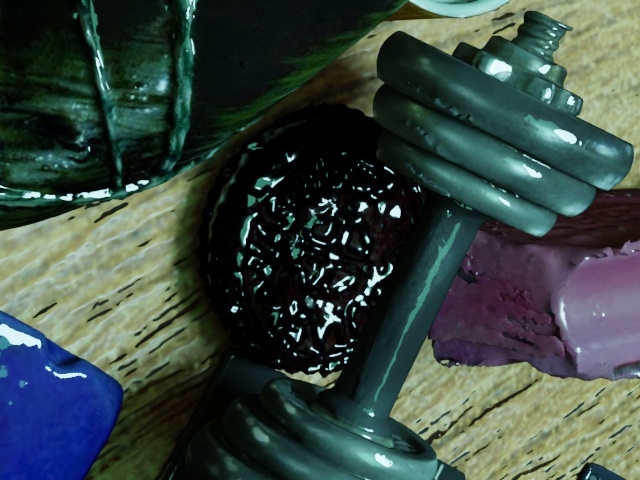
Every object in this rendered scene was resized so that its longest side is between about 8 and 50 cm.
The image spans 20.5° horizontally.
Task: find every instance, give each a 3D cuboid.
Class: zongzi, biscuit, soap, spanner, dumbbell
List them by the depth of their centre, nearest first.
[{"bbox_3d":[-0.132,-0.119,0.920,0.383,0.362,0.319,1,82,-35],"label":"zongzi"},{"bbox_3d":[0.056,0.043,1.126,0.179,0.179,0.406,20,99,-38],"label":"dumbbell"},{"bbox_3d":[0.000,0.000,1.227,0.194,0.053,0.195,-11,110,-32],"label":"biscuit"},{"bbox_3d":[0.197,0.029,1.304,0.289,0.182,0.112,-7,103,-33],"label":"soap"},{"bbox_3d":[0.290,0.231,1.529,0.208,0.012,0.046,28,83,-37],"label":"spanner"}]

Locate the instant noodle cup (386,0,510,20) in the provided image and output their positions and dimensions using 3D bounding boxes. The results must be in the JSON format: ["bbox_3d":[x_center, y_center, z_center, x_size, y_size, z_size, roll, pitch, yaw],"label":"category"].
[{"bbox_3d":[0.035,-0.234,1.118,0.230,0.182,0.230,-10,107,-33],"label":"instant noodle cup"}]

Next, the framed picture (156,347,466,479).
[{"bbox_3d":[-0.051,0.279,1.285,0.265,0.016,0.347,31,83,-37],"label":"framed picture"}]

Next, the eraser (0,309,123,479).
[{"bbox_3d":[-0.261,0.195,1.057,0.155,0.101,0.332,36,78,-35],"label":"eraser"}]
